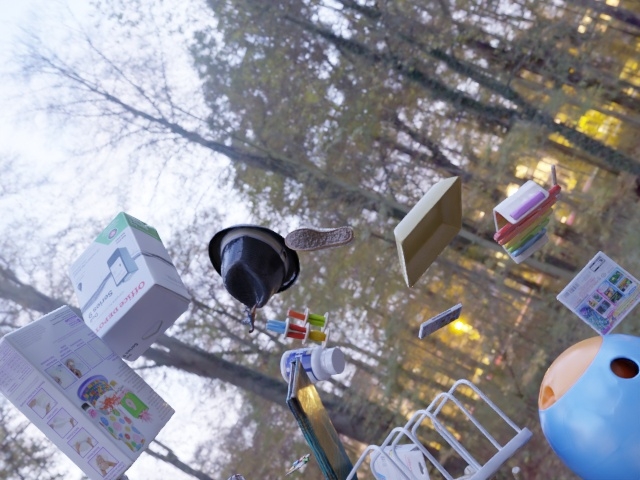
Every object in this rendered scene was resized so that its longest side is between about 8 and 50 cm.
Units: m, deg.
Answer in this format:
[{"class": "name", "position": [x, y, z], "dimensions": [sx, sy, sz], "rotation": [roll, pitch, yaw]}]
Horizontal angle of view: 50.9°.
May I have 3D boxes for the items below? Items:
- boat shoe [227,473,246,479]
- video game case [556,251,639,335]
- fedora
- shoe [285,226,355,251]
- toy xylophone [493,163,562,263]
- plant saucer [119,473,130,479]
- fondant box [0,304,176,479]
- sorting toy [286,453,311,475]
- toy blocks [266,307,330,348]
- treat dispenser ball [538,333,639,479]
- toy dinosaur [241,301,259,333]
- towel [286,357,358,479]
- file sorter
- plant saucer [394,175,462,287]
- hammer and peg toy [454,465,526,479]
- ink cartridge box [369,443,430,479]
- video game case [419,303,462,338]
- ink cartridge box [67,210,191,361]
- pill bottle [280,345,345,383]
[{"class": "boat shoe", "position": [-0.094, 0.651, 1.481], "dimensions": [0.120, 0.324, 0.122], "rotation": [-21, -38, -32]}, {"class": "video game case", "position": [0.671, 0.128, 1.601], "dimensions": [0.157, 0.143, 0.019], "rotation": [-45, -20, -4]}, {"class": "fedora", "position": [-0.224, 0.106, 2.162], "dimensions": [0.334, 0.334, 0.152], "rotation": [99, -179, -45]}, {"class": "shoe", "position": [0.000, 0.000, 2.050], "dimensions": [0.058, 0.219, 0.076], "rotation": [41, -132, -68]}, {"class": "toy xylophone", "position": [0.548, -0.067, 1.747], "dimensions": [0.236, 0.081, 0.323], "rotation": [-43, -28, 8]}, {"class": "plant saucer", "position": [-0.495, 0.739, 1.751], "dimensions": [0.050, 0.310, 0.310], "rotation": [-14, -38, -18]}, {"class": "fondant box", "position": [-0.465, 0.296, 1.320], "dimensions": [0.096, 0.330, 0.238], "rotation": [-46, 1, 10]}, {"class": "sorting toy", "position": [-0.048, 0.550, 1.670], "dimensions": [0.083, 0.012, 0.062], "rotation": [-43, -5, 33]}, {"class": "toy blocks", "position": [-0.055, 0.199, 1.613], "dimensions": [0.123, 0.148, 0.054], "rotation": [-94, 21, -65]}, {"class": "treat dispenser ball", "position": [0.560, 0.320, 1.263], "dimensions": [0.288, 0.288, 0.288], "rotation": [-54, -19, -29]}, {"class": "toy dinosaur", "position": [-0.219, 0.252, 2.129], "dimensions": [0.082, 0.090, 0.047], "rotation": [62, -164, -16]}, {"class": "towel", "position": [0.008, 0.498, 1.671], "dimensions": [0.040, 0.370, 0.271], "rotation": [-25, 9, 3]}, {"class": "file sorter", "position": [0.215, 0.413, 1.250], "dimensions": [0.278, 0.173, 0.192], "rotation": [-24, -31, -38]}, {"class": "plant saucer", "position": [0.373, -0.039, 2.384], "dimensions": [0.332, 0.081, 0.332], "rotation": [-46, -30, -17]}, {"class": "hammer and peg toy", "position": [0.365, 0.659, 1.597], "dimensions": [0.127, 0.362, 0.265], "rotation": [-131, 23, -70]}, {"class": "ink cartridge box", "position": [0.242, 0.648, 1.938], "dimensions": [0.062, 0.181, 0.104], "rotation": [-12, -95, -53]}, {"class": "video game case", "position": [0.316, 0.214, 1.774], "dimensions": [0.122, 0.011, 0.087], "rotation": [-26, -28, -11]}, {"class": "ink cartridge box", "position": [-0.450, 0.103, 1.568], "dimensions": [0.211, 0.289, 0.121], "rotation": [-46, -44, 7]}, {"class": "pill bottle", "position": [-0.022, 0.393, 2.138], "dimensions": [0.112, 0.187, 0.111], "rotation": [33, -130, -50]}]
